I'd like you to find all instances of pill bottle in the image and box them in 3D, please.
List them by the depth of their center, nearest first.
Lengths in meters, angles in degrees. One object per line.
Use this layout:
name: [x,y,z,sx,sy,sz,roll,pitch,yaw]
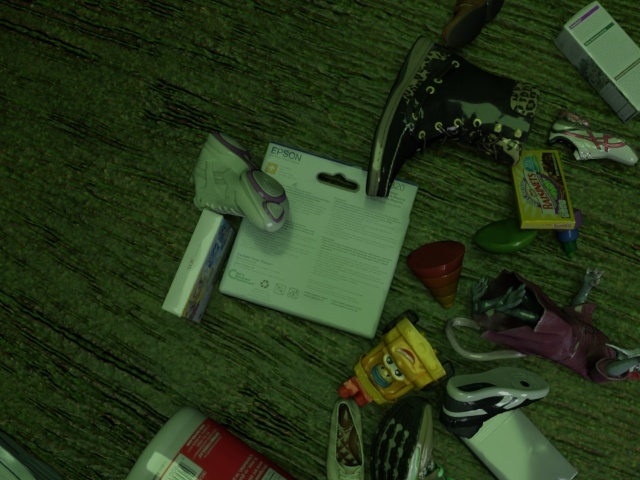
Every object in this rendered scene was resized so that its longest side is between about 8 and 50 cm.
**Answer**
pill bottle: [-0.149,0.506,1.573,0.408,0.229,0.229,34,83,5]

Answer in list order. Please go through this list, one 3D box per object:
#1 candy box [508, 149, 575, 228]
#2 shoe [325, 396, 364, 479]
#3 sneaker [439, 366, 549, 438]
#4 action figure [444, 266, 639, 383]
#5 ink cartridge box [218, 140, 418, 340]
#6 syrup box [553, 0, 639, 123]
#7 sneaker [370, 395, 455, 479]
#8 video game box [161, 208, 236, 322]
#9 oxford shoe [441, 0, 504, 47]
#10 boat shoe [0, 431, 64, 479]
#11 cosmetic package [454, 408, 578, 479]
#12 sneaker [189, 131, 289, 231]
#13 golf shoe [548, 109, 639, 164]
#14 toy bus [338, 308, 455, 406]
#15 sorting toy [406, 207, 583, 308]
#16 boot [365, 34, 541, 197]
candy box: [0.439,-0.104,1.710,0.105,0.027,0.205,-1,48,2]
shoe: [0.048,0.415,1.669,0.077,0.058,0.218,-2,81,0]
sneaker: [0.312,0.305,1.584,0.217,0.079,0.121,1,121,-23]
action figure: [0.469,0.203,1.633,0.370,0.248,0.275,29,117,-19]
ink cartridge box: [0.000,0.000,1.731,0.324,0.071,0.330,17,79,4]
syrup box: [0.600,-0.368,1.767,0.096,0.093,0.236,-37,82,-4]
sneaker: [0.199,0.472,1.598,0.182,0.158,0.410,-5,108,-20]
video game box: [-0.232,0.055,1.664,0.048,0.187,0.205,21,81,4]
oxford shoe: [0.302,-0.468,1.779,0.076,0.076,0.212,27,51,24]
boat shoe: [-0.579,0.466,1.668,0.226,0.083,0.075,36,95,17]
cosmetic package: [0.363,0.397,1.649,0.127,0.107,0.238,-40,86,-6]
sneaker: [-0.164,-0.086,1.678,0.152,0.114,0.305,-54,43,14]
golf shoe: [0.560,-0.193,1.757,0.186,0.067,0.086,28,87,14]
toy bus: [0.129,0.245,1.619,0.211,0.220,0.149,-33,80,0]
sorting toy: [0.360,0.041,1.720,0.366,0.127,0.126,-18,111,-5]
boot: [0.263,-0.216,1.699,0.284,0.138,0.377,20,62,5]
